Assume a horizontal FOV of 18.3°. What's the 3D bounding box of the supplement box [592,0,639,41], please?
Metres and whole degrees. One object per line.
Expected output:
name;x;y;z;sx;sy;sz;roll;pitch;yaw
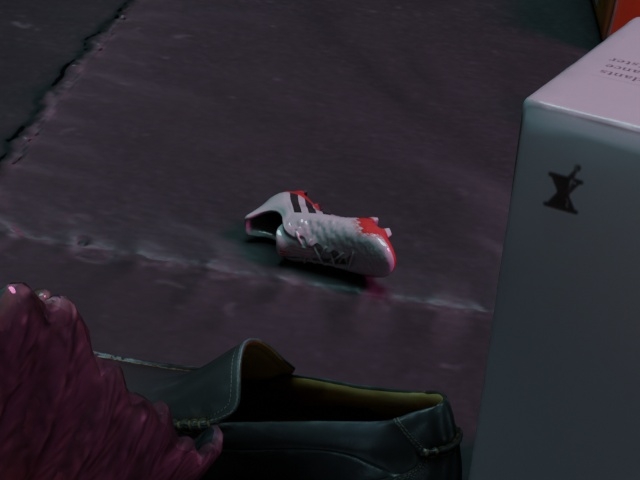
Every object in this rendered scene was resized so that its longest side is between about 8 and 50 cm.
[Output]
supplement box;0.213;-0.190;1.263;0.078;0.080;0.233;8;23;-1

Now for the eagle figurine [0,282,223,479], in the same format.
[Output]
eagle figurine;-0.110;0.111;0.420;0.225;0.226;0.298;-34;11;1

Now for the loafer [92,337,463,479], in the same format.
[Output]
loafer;-0.027;0.060;0.703;0.170;0.061;0.062;13;27;16

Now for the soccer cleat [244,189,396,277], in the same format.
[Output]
soccer cleat;0.000;0.000;0.879;0.036;0.029;0.083;-24;34;-32

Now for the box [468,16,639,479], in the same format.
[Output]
box;0.154;0.043;0.640;0.181;0.181;0.119;17;26;21
